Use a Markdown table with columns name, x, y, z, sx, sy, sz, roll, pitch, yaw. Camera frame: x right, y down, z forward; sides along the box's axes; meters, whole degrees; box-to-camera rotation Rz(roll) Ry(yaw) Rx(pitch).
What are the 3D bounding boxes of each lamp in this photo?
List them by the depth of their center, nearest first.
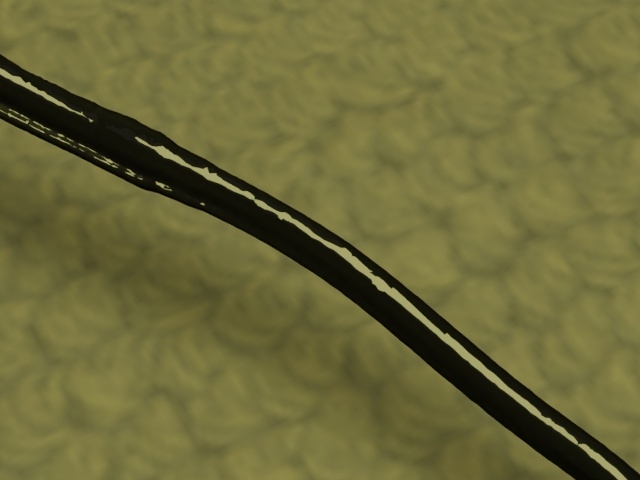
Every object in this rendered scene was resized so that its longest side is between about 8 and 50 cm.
| name | x | y | z | sx | sy | sz | roll | pitch | yaw |
| --- | --- | --- | --- | --- | --- | --- | --- | --- | --- |
| lamp | -0.014 | 0.023 | 0.501 | 0.371 | 0.108 | 0.130 | 32 | 46 | 7 |
